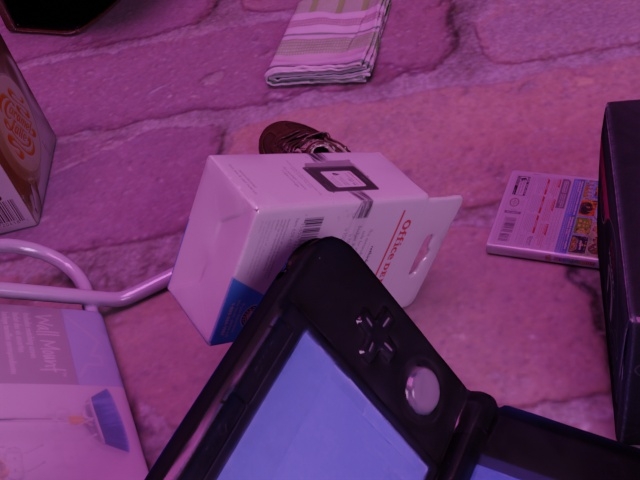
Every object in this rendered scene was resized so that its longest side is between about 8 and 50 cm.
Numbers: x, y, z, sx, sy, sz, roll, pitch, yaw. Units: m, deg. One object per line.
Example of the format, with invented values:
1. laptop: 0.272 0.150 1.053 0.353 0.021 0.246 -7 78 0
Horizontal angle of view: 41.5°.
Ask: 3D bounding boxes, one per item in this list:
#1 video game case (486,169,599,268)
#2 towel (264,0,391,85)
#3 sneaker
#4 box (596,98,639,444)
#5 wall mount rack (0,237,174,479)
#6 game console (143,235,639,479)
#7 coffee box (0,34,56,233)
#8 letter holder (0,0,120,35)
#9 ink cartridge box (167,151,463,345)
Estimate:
1. video game case: 0.196 -0.016 0.641 0.122 0.011 0.087 8 49 24
2. towel: 0.009 -0.217 0.889 0.113 0.023 0.152 1 46 16
3. sneaker: 0.001 -0.067 0.706 0.066 0.071 0.188 -31 46 -15
4. box: 0.303 0.015 0.476 0.270 0.143 0.165 -3 50 14
5. wall mount rack: -0.128 0.071 0.579 0.304 0.131 0.350 6 35 -32
6. game console: 0.056 0.167 0.395 0.173 0.250 0.293 -12 36 45
7. coffee box: -0.338 -0.135 0.749 0.098 0.247 0.141 -13 44 3
8. letter holder: -0.258 -0.404 1.067 0.214 0.152 0.302 11 50 23
9. ink cartridge box: 0.000 0.000 0.561 0.180 0.104 0.060 -6 39 -41
